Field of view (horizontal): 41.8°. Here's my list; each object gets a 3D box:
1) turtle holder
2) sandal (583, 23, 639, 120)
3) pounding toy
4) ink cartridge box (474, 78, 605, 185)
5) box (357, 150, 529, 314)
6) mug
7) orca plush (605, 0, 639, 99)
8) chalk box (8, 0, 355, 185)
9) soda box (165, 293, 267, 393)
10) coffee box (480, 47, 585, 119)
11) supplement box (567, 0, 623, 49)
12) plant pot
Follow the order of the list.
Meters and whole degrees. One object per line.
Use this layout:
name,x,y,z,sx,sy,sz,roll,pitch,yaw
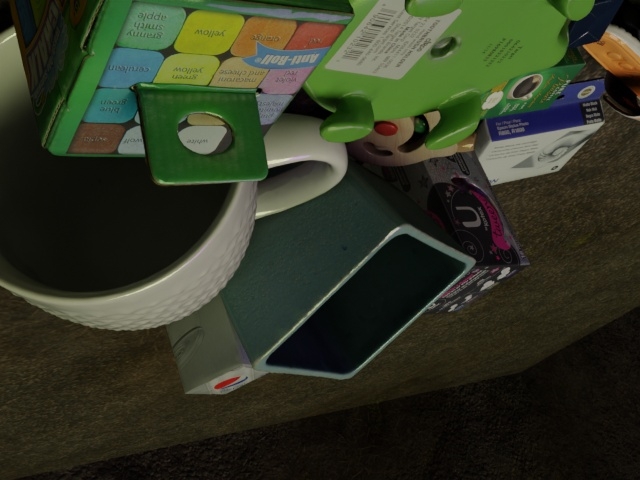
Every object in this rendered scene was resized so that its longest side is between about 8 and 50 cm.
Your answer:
turtle holder,0.106,-0.239,0.737,0.320,0.228,0.243,-17,157,-12
sandal,0.430,-0.214,1.166,0.265,0.076,0.102,24,178,-33
pounding toy,0.101,-0.194,1.054,0.154,0.155,0.269,2,156,22
ink cartridge box,0.343,-0.166,1.361,0.223,0.045,0.224,-13,156,-19
box,0.165,-0.034,1.241,0.142,0.247,0.163,-2,151,-42
mug,-0.154,-0.052,0.872,0.373,0.276,0.328,-13,166,-5
orca plush,0.492,-0.285,1.214,0.151,0.102,0.287,20,177,43
chalk box,-0.110,-0.175,0.609,0.180,0.289,0.179,-5,153,-35
soda box,-0.156,0.055,1.110,0.098,0.286,0.091,-28,158,22
coffee box,0.266,-0.219,1.175,0.184,0.041,0.113,-12,157,-20
supplement box,0.303,-0.287,0.991,0.056,0.083,0.083,-16,158,-12
plant pot,0.000,0.000,1.085,0.248,0.252,0.247,-44,151,15
